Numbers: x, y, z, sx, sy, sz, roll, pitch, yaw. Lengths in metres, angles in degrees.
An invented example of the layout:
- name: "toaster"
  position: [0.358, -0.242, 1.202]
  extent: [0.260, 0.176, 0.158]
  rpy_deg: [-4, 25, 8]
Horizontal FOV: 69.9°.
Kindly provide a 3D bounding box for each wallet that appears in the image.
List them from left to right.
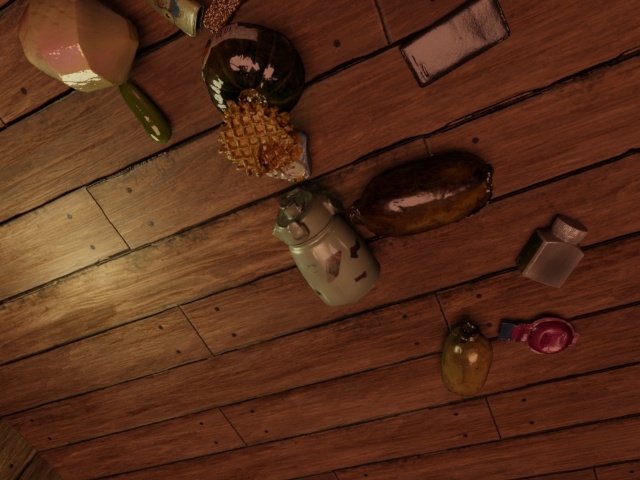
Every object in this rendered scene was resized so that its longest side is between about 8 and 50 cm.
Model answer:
- name: "wallet"
  position: [-0.363, -0.579, 1.118]
  extent: [0.155, 0.039, 0.110]
  rpy_deg: [36, 154, -5]
- name: "wallet"
  position: [0.326, -0.489, 1.120]
  extent: [0.244, 0.025, 0.124]
  rpy_deg: [-27, 112, 21]

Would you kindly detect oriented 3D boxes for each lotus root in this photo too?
- name: "lotus root"
  position: [0.270, -0.117, 1.242]
  extent: [0.397, 0.179, 0.196]
  rpy_deg: [-13, 114, 13]
- name: "lotus root"
  position: [0.479, 0.388, 1.507]
  extent: [0.160, 0.146, 0.284]
  rpy_deg: [23, 130, 38]

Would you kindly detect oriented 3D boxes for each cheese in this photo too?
- name: "cheese"
  position: [0.705, 0.307, 1.487]
  extent: [0.244, 0.062, 0.155]
  rpy_deg: [5, 118, 6]

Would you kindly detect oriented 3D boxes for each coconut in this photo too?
- name: "coconut"
  position: [-0.567, -0.488, 1.110]
  extent: [0.259, 0.259, 0.259]
  rpy_deg: [3, 119, 6]

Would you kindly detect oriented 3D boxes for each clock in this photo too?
- name: "clock"
  position: [-0.100, -0.236, 1.247]
  extent: [0.144, 0.103, 0.231]
  rpy_deg: [1, 147, 5]

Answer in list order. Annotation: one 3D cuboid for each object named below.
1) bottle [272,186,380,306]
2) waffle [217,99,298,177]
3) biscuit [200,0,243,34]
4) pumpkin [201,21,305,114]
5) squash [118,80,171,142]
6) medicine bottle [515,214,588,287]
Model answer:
- name: "bottle"
  position: [0.000, 0.000, 1.316]
  extent: [0.229, 0.229, 0.352]
  rpy_deg: [-27, 118, 20]
- name: "waffle"
  position: [-0.153, -0.245, 1.122]
  extent: [0.197, 0.070, 0.193]
  rpy_deg: [16, 129, -1]
- name: "biscuit"
  position: [-0.219, -0.597, 1.125]
  extent: [0.064, 0.034, 0.199]
  rpy_deg: [41, 116, -13]
- name: "pumpkin"
  position: [-0.161, -0.416, 1.139]
  extent: [0.260, 0.189, 0.260]
  rpy_deg: [7, 153, 3]
- name: "squash"
  position: [-0.489, -0.361, 1.277]
  extent: [0.066, 0.066, 0.201]
  rpy_deg: [-31, 104, 21]
- name: "medicine bottle"
  position: [0.675, 0.029, 1.322]
  extent: [0.132, 0.088, 0.189]
  rpy_deg: [20, 119, -4]
